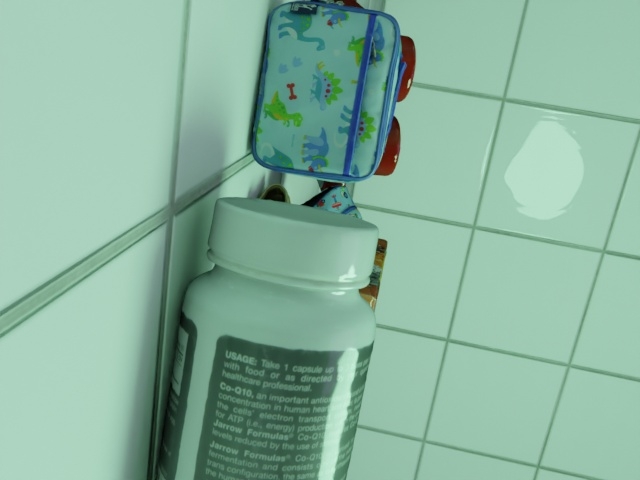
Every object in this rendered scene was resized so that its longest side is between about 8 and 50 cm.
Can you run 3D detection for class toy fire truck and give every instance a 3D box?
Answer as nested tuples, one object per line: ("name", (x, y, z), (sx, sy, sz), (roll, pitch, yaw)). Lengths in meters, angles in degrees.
("toy fire truck", (0.032, -0.246, 1.088), (0.254, 0.169, 0.302), (-105, -160, -59))

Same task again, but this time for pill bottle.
("pill bottle", (-0.054, 0.146, 0.697), (0.204, 0.204, 0.361), (-42, 143, -80))

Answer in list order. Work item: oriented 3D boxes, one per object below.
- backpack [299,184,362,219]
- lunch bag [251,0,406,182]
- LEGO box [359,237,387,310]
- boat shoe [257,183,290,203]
("backpack", (0.000, 0.000, 1.041), (0.173, 0.117, 0.158), (-42, 170, -3))
("lunch bag", (0.012, -0.187, 0.837), (0.090, 0.176, 0.219), (-39, 141, -81))
("LEGO box", (-0.003, 0.261, 1.395), (0.372, 0.193, 0.500), (-60, 160, -71))
("boat shoe", (-0.073, -0.030, 0.904), (0.170, 0.063, 0.059), (-87, -178, -63))
